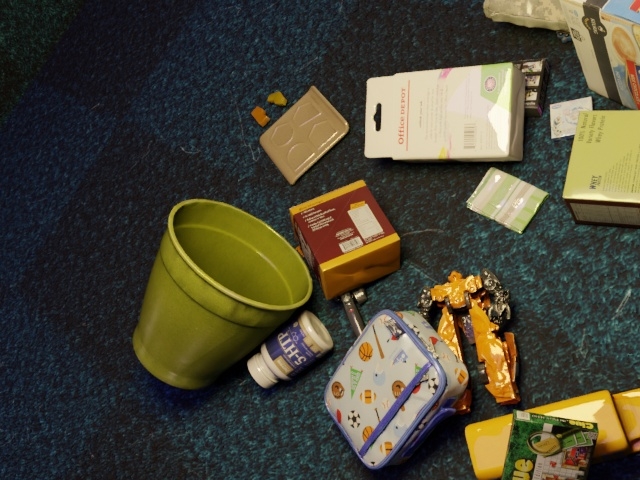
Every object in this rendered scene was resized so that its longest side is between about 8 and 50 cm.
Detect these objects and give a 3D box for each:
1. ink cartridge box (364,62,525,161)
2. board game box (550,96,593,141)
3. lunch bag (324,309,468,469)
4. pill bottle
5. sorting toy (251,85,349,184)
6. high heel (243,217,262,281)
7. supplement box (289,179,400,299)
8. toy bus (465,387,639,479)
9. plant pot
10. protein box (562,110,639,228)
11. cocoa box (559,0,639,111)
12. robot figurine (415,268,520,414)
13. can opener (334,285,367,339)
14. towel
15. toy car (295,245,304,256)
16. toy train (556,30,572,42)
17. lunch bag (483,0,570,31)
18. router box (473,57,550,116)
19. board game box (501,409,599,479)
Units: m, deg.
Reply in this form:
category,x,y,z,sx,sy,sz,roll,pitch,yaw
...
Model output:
category,x,y,z,sx,sy,sz,roll,pitch,yaw
ink cartridge box,0.285,-0.287,1.592,0.353,0.119,0.207,3,93,31
board game box,0.561,-0.270,1.520,0.090,0.020,0.090,-7,65,28
lunch bag,0.151,0.301,1.384,0.243,0.115,0.303,52,121,39
pill bottle,-0.074,0.260,1.590,0.186,0.112,0.112,-39,54,10
sorting toy,-0.068,-0.320,1.910,0.229,0.041,0.307,-45,53,11
high heel,-0.260,0.063,1.807,0.261,0.093,0.186,-23,57,14
supplement box,0.056,-0.003,1.582,0.191,0.129,0.194,-22,56,-9
toy bus,0.444,0.351,1.228,0.332,0.130,0.108,-21,59,21
plant pot,-0.264,0.154,1.612,0.353,0.366,0.366,-55,50,24
protein box,0.613,-0.140,1.355,0.201,0.136,0.200,7,72,32
cocoa box,0.659,-0.426,1.330,0.231,0.347,0.228,-50,53,3
robot figurine,0.307,0.202,1.409,0.211,0.085,0.291,-18,61,23
can opener,0.078,0.166,1.577,0.073,0.059,0.186,-27,56,17
towel,0.415,-0.093,1.522,0.152,0.023,0.113,33,87,37
toy car,0.000,0.000,1.729,0.122,0.060,0.041,-32,98,34
toy train,0.614,-0.462,1.576,0.158,0.027,0.036,32,97,36
lunch bag,0.548,-0.607,1.595,0.235,0.169,0.287,26,78,36
router box,0.441,-0.358,1.617,0.178,0.046,0.133,5,71,33
board game box,0.382,0.409,1.170,0.136,0.260,0.030,7,27,13
